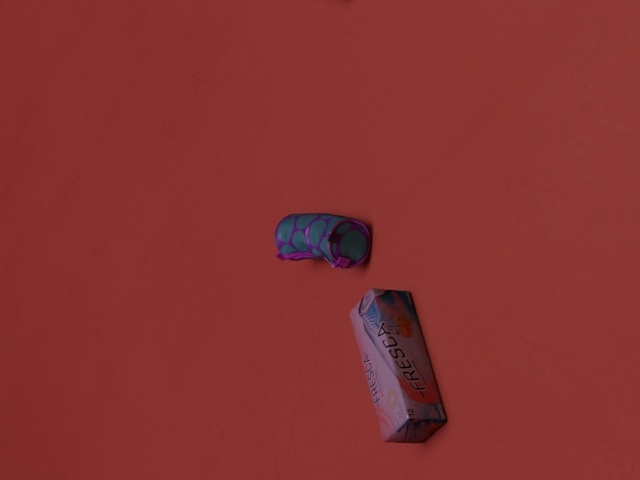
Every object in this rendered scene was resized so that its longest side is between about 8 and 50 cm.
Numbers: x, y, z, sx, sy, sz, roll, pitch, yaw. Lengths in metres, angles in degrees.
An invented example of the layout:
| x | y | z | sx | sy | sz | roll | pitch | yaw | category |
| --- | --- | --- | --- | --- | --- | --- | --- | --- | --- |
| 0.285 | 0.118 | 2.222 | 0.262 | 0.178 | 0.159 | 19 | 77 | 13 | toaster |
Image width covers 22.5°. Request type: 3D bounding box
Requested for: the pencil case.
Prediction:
| x | y | z | sx | sy | sz | roll | pitch | yaw | category |
| --- | --- | --- | --- | --- | --- | --- | --- | --- | --- |
| 0.000 | 0.000 | 2.098 | 0.151 | 0.064 | 0.070 | 6 | 65 | 60 | pencil case |

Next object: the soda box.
| x | y | z | sx | sy | sz | roll | pitch | yaw | category |
| --- | --- | --- | --- | --- | --- | --- | --- | --- | --- |
| 0.092 | 0.150 | 1.926 | 0.063 | 0.058 | 0.183 | -49 | 46 | 44 | soda box |
